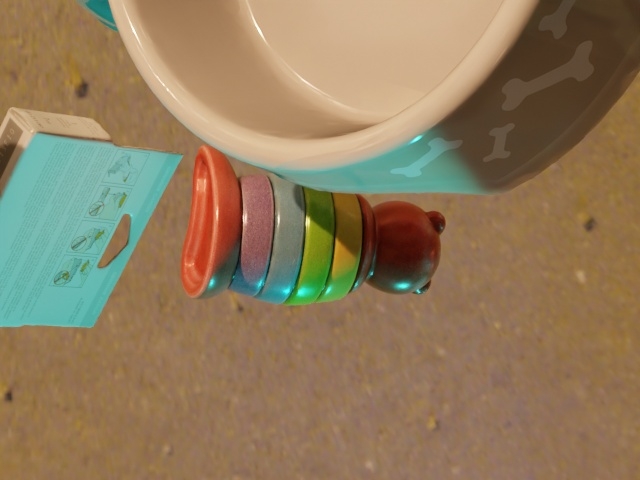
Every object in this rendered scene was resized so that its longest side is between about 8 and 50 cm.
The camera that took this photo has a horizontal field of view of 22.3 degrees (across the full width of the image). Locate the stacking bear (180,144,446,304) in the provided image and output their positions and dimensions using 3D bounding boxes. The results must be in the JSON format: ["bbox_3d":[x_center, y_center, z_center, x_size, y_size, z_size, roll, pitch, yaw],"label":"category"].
[{"bbox_3d":[0.000,0.000,1.880,0.289,0.164,0.175,5,106,-16],"label":"stacking bear"}]

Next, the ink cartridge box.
[{"bbox_3d":[-0.321,-0.020,1.947,0.239,0.060,0.275,4,122,-51],"label":"ink cartridge box"}]

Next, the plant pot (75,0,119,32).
[{"bbox_3d":[-0.136,-0.299,1.444,0.271,0.255,0.272,1,81,-9],"label":"plant pot"}]

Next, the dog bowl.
[{"bbox_3d":[0.022,-0.188,0.865,0.102,0.348,0.349,-2,122,-53],"label":"dog bowl"}]
